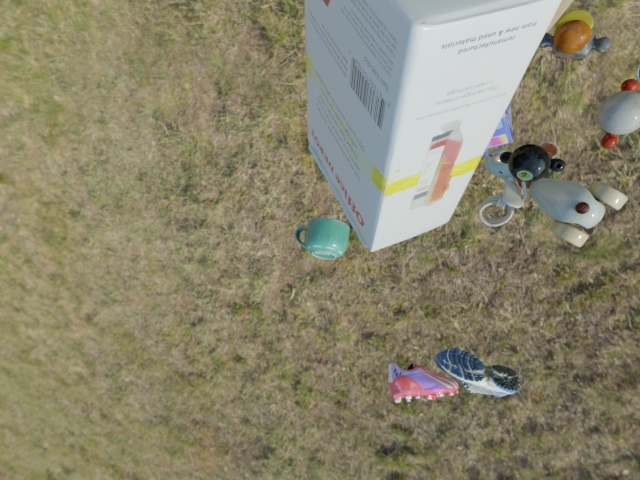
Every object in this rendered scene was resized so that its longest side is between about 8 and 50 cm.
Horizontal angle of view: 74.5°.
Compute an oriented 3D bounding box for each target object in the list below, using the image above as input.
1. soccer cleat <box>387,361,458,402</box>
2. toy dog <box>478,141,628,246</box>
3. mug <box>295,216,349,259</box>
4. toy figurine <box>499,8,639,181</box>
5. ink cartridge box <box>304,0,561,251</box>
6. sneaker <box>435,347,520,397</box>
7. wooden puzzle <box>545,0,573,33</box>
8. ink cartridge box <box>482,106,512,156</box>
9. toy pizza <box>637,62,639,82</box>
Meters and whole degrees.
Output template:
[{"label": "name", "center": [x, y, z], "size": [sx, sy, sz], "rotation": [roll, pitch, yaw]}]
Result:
[{"label": "soccer cleat", "center": [0.267, 0.357, 1.077], "size": [0.083, 0.248, 0.095], "rotation": [-36, 55, 42]}, {"label": "toy dog", "center": [0.540, -0.121, 1.019], "size": [0.334, 0.161, 0.220], "rotation": [19, 95, 34]}, {"label": "mug", "center": [0.009, 0.002, 1.266], "size": [0.129, 0.097, 0.158], "rotation": [21, 159, -31]}, {"label": "toy figurine", "center": [0.367, -0.217, 0.667], "size": [0.213, 0.148, 0.209], "rotation": [-29, 87, 34]}, {"label": "ink cartridge box", "center": [0.096, -0.208, 0.582], "size": [0.384, 0.160, 0.279], "rotation": [92, 156, -59]}, {"label": "sneaker", "center": [0.243, 0.220, 0.675], "size": [0.135, 0.052, 0.058], "rotation": [22, 135, 1]}, {"label": "wooden puzzle", "center": [0.413, -0.450, 0.821], "size": [0.044, 0.221, 0.238], "rotation": [59, 142, 17]}, {"label": "ink cartridge box", "center": [0.600, -0.489, 1.657], "size": [0.270, 0.395, 0.151], "rotation": [-9, 139, 33]}, {"label": "toy pizza", "center": [1.093, -0.527, 1.286], "size": [0.201, 0.032, 0.201], "rotation": [19, 154, 10]}]
